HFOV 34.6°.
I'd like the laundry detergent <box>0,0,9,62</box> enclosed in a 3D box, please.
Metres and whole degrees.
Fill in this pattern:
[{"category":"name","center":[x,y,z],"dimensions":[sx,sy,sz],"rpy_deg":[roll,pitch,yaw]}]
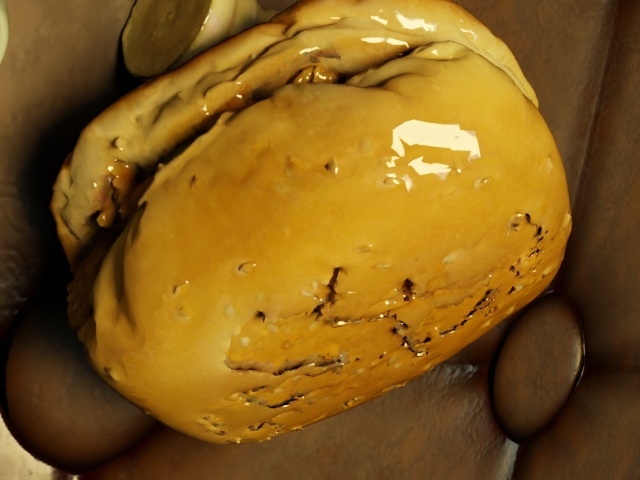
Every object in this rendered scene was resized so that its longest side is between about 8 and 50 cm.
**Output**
[{"category":"laundry detergent","center":[-0.231,-0.096,0.544],"dimensions":[0.099,0.070,0.226],"rpy_deg":[42,72,-31]}]

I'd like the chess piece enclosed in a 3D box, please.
[{"category":"chess piece","center":[-0.029,-0.110,0.699],"dimensions":[0.200,0.090,0.090],"rpy_deg":[24,86,-42]}]

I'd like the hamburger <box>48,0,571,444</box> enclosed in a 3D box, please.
[{"category":"hamburger","center":[0.007,-0.001,0.646],"dimensions":[0.304,0.174,0.284],"rpy_deg":[-29,148,9]}]
